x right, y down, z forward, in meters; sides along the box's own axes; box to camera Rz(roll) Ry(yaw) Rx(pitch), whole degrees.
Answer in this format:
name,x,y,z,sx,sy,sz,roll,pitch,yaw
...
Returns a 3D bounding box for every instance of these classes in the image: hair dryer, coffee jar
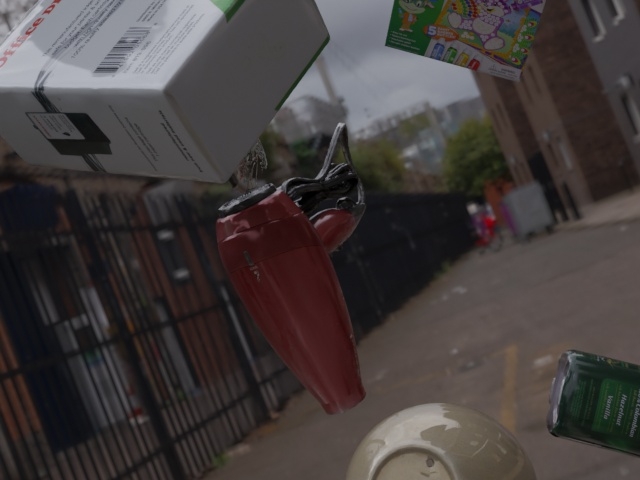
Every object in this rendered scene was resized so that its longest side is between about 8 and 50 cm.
name,x,y,z,sx,sy,sz,roll,pitch,yaw
hair dryer,0.000,0.000,0.955,0.080,0.294,0.223,-21,-29,35
coffee jar,0.291,0.150,0.975,0.184,0.079,0.096,12,-4,8

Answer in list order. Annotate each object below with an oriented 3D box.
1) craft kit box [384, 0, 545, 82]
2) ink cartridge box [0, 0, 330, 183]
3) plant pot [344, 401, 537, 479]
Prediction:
name,x,y,z,sx,sy,sz,roll,pitch,yaw
craft kit box,0.249,-0.403,1.904,0.061,0.249,0.247,-69,-8,-45
ink cartridge box,-0.123,-0.126,0.798,0.208,0.087,0.153,8,53,38
plant pot,0.149,0.353,1.573,0.284,0.284,0.191,-22,-21,11
